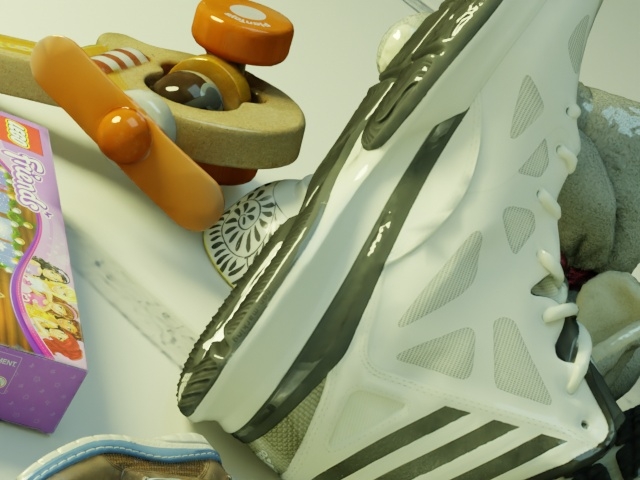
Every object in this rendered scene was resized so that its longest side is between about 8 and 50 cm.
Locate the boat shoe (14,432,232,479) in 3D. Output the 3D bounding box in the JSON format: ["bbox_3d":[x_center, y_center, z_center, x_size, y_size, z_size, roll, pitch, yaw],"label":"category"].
[{"bbox_3d":[-0.106,0.150,0.947,0.066,0.066,0.183,45,27,25],"label":"boat shoe"}]

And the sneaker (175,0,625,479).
[{"bbox_3d":[0.125,0.001,1.151,0.257,0.447,0.169,37,-11,-8],"label":"sneaker"}]

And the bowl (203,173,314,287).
[{"bbox_3d":[0.000,0.000,1.343,0.170,0.080,0.170,27,24,-13],"label":"bowl"}]

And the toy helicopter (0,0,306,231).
[{"bbox_3d":[-0.184,-0.114,1.307,0.355,0.140,0.235,12,25,-11],"label":"toy helicopter"}]

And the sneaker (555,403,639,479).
[{"bbox_3d":[0.242,0.248,1.149,0.182,0.158,0.410,59,16,-17],"label":"sneaker"}]

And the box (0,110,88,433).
[{"bbox_3d":[-0.264,-0.012,1.081,0.200,0.057,0.293,20,26,-26],"label":"box"}]

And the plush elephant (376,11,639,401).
[{"bbox_3d":[0.178,0.019,1.317,0.330,0.255,0.272,21,-10,18],"label":"plush elephant"}]
